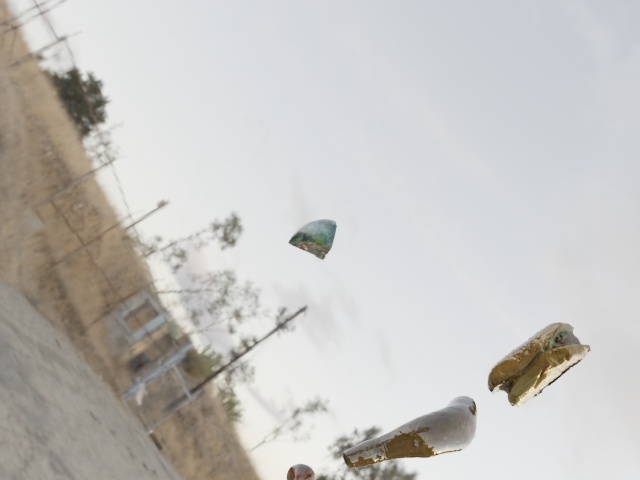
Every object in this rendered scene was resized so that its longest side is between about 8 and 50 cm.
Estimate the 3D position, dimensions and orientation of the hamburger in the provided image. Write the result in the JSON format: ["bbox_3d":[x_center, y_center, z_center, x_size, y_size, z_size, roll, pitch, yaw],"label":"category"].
[{"bbox_3d":[0.513,0.300,1.862,0.131,0.262,0.124,20,30,-54],"label":"hamburger"}]

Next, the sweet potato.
[{"bbox_3d":[0.191,0.331,1.303,0.108,0.346,0.079,-20,-99,48],"label":"sweet potato"}]

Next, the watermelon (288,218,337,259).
[{"bbox_3d":[0.000,0.000,1.205,0.085,0.085,0.061,29,-46,56],"label":"watermelon"}]

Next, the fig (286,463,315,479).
[{"bbox_3d":[-0.036,0.402,1.266,0.050,0.050,0.083,58,15,2],"label":"fig"}]
